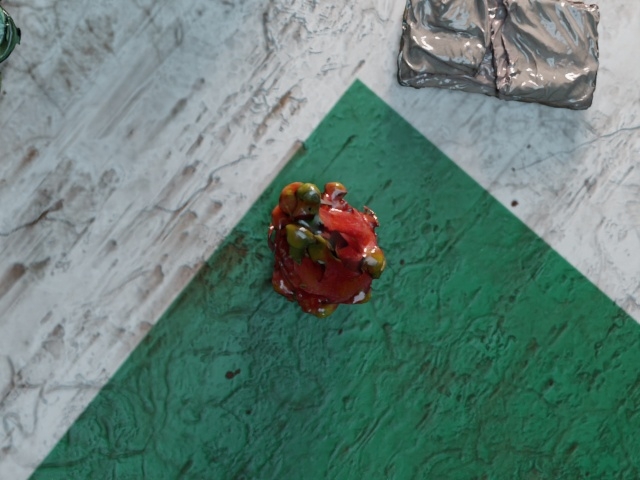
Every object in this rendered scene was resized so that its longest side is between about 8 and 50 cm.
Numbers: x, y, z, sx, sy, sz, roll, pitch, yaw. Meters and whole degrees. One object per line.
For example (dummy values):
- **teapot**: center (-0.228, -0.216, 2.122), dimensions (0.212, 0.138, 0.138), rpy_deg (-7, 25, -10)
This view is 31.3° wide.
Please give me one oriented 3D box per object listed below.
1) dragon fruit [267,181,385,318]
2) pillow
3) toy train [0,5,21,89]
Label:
- **dragon fruit**: center (0.000, 0.000, 1.297), dimensions (0.133, 0.208, 0.150), rpy_deg (-43, 58, -16)
- **pillow**: center (0.217, -0.233, 1.353), dimensions (0.248, 0.049, 0.135), rpy_deg (7, 90, -13)
- **toy train**: center (-0.396, -0.292, 1.200), dimensions (0.159, 0.129, 0.326), rpy_deg (2, 95, -6)
